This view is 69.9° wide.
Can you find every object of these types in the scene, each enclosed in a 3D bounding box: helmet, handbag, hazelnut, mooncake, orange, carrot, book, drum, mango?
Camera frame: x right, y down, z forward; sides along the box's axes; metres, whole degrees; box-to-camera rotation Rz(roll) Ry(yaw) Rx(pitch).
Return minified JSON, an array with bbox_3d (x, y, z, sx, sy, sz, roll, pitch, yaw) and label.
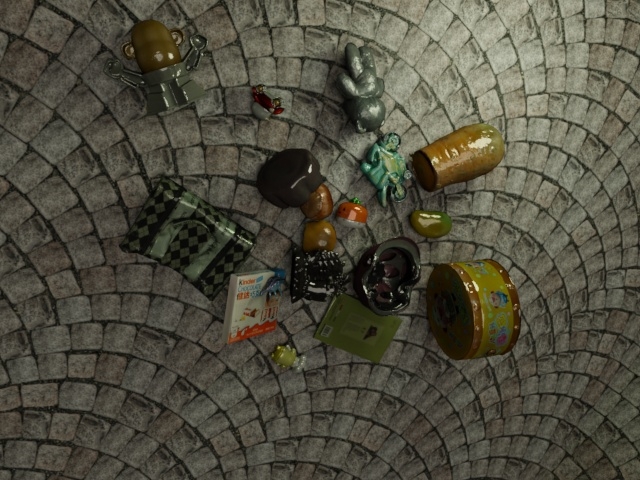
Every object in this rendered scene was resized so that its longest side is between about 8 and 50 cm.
[{"bbox_3d":[0.262,0.138,1.913,0.271,0.197,0.337,11,91,-26],"label":"helmet"},{"bbox_3d":[-0.491,0.001,1.692,0.416,0.180,0.316,36,103,-21],"label":"handbag"},{"bbox_3d":[-0.009,-0.155,1.806,0.151,0.150,0.150,-3,103,-15],"label":"hazelnut"},{"bbox_3d":[-0.113,-0.232,1.710,0.245,0.245,0.133,-47,131,-2],"label":"mooncake"},{"bbox_3d":[0.000,0.000,1.860,0.160,0.112,0.169,-39,121,-5],"label":"orange"},{"bbox_3d":[0.568,-0.343,1.880,0.341,0.224,0.224,-21,107,-7],"label":"carrot"},{"bbox_3d":[0.165,0.388,2.025,0.353,0.035,0.239,26,96,-20],"label":"book"},{"bbox_3d":[0.632,0.290,1.933,0.215,0.431,0.430,-4,103,-12],"label":"drum"},{"bbox_3d":[0.478,-0.071,1.992,0.191,0.085,0.121,4,111,-7],"label":"mango"}]

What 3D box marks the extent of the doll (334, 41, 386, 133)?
[{"bbox_3d":[0.153,-0.578,1.773,0.246,0.158,0.339,-19,92,-43],"label":"doll"}]

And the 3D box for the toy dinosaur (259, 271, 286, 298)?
[{"bbox_3d":[-0.179,0.182,1.788,0.045,0.197,0.080,-4,108,30],"label":"toy dinosaur"}]

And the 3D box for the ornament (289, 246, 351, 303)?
[{"bbox_3d":[0.007,0.139,1.837,0.261,0.106,0.250,-3,117,-14],"label":"ornament"}]

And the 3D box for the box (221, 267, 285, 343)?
[{"bbox_3d":[-0.258,0.248,1.788,0.274,0.048,0.264,-4,107,-54],"label":"box"}]

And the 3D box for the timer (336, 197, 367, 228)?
[{"bbox_3d":[0.133,-0.114,1.871,0.136,0.099,0.136,-9,112,-23],"label":"timer"}]

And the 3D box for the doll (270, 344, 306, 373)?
[{"bbox_3d":[-0.133,0.506,1.952,0.163,0.062,0.106,34,95,-19],"label":"doll"}]

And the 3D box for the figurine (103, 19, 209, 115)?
[{"bbox_3d":[-0.535,-0.592,1.546,0.343,0.167,0.284,-34,118,-28],"label":"figurine"}]

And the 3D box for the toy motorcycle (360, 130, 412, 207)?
[{"bbox_3d":[0.265,-0.284,1.870,0.199,0.109,0.296,-18,105,-9],"label":"toy motorcycle"}]

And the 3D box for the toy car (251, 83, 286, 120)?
[{"bbox_3d":[-0.208,-0.503,1.698,0.139,0.112,0.112,37,106,-10],"label":"toy car"}]
